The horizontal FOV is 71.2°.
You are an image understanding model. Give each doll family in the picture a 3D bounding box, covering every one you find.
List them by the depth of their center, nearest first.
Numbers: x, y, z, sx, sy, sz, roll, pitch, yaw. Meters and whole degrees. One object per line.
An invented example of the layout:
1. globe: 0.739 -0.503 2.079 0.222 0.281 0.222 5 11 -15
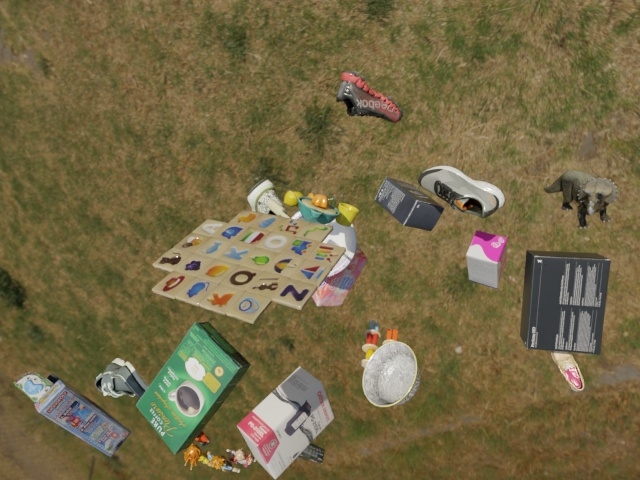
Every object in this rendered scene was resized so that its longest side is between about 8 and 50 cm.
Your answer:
1. doll family: -0.347 0.706 1.453 0.263 0.118 0.163 21 149 10

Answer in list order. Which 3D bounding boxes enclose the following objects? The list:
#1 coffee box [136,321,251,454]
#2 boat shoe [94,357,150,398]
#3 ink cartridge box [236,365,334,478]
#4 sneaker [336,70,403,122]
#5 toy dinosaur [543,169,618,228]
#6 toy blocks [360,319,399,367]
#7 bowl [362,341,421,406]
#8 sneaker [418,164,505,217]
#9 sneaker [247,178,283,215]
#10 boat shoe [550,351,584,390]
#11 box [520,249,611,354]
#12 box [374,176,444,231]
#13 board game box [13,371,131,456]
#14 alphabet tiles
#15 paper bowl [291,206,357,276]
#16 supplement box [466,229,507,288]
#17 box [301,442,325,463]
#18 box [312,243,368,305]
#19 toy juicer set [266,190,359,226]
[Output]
1. coffee box: -0.209 0.237 0.729 0.113 0.040 0.184 38 97 21
2. boat shoe: -0.551 0.404 1.244 0.320 0.099 0.116 -9 117 53
3. ink cartridge box: -0.088 0.497 1.235 0.100 0.237 0.171 22 139 42
4. sneaker: 0.171 -0.487 1.617 0.276 0.098 0.135 28 93 -22
5. toy dinosaur: 0.747 -0.137 1.273 0.121 0.313 0.160 -10 118 9
6. toy blocks: 0.181 0.296 1.323 0.123 0.148 0.054 -22 128 33
7. bowl: 0.197 0.352 1.141 0.170 0.170 0.080 -28 128 35
8. sneaker: 0.414 -0.149 1.363 0.272 0.108 0.100 28 143 34
9. sneaker: -0.225 -0.095 2.071 0.182 0.158 0.410 47 163 24
10. boat shoe: 0.840 0.426 1.512 0.063 0.059 0.169 -28 71 10
11. box: 0.657 0.164 1.218 0.185 0.103 0.260 2 99 10
12. box: 0.333 -0.138 1.688 0.207 0.153 0.108 52 124 48
13. board game box: -0.497 0.321 0.878 0.194 0.060 0.194 22 147 26
14. alphabet tiles: -0.140 0.033 0.858 0.343 0.285 0.011 12 130 27
15. paper bowl: 0.000 0.000 1.768 0.285 0.148 0.283 0 93 2
16. supplement box: 0.610 0.072 1.639 0.114 0.111 0.220 18 159 30
17. box: -0.109 0.722 1.568 0.175 0.051 0.220 -4 145 28
18. box: 0.069 0.145 2.031 0.154 0.142 0.299 59 134 42
19. toy juicer set: -0.037 -0.112 1.353 0.209 0.329 0.089 30 110 26
